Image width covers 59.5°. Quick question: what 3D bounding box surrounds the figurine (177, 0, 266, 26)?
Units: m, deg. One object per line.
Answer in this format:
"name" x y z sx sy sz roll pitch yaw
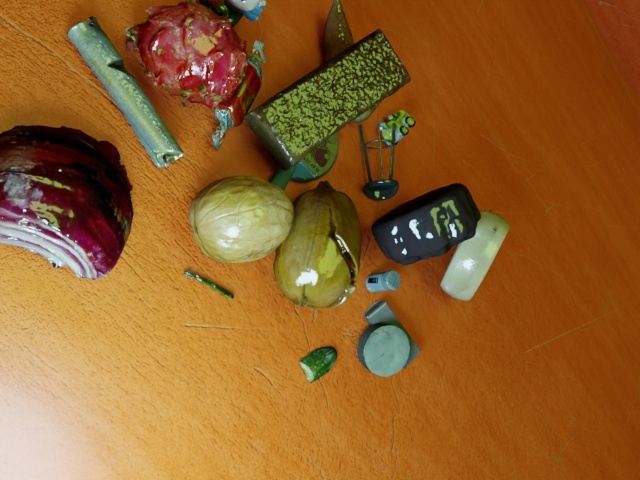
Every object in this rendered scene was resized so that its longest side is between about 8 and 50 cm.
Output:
"figurine" -0.202 -0.552 1.238 0.185 0.234 0.127 -26 101 -37

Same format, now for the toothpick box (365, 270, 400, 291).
"toothpick box" 0.165 0.109 1.481 0.052 0.083 0.052 8 76 -36

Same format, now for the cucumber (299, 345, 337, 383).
"cucumber" 0.006 0.294 1.358 0.107 0.035 0.067 -29 98 -39

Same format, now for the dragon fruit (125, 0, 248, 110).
"dragon fruit" -0.281 -0.401 1.175 0.268 0.210 0.205 21 70 1

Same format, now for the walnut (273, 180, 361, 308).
"walnut" 0.000 0.000 1.311 0.209 0.209 0.336 22 60 -32

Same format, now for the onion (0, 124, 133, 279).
"onion" -0.474 -0.103 1.006 0.315 0.146 0.279 23 64 -27

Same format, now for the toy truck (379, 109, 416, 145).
"toy truck" 0.216 -0.327 1.617 0.077 0.076 0.111 42 60 -3

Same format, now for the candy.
"candy" -0.191 -0.343 1.302 0.086 0.059 0.292 68 39 -62

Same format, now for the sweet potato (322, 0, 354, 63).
"sweet potato" 0.054 -0.465 1.505 0.106 0.096 0.354 40 48 -79

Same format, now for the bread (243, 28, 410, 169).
"bread" 0.024 -0.344 1.359 0.417 0.113 0.165 -38 100 -22

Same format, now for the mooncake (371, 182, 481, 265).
"mooncake" 0.278 -0.039 1.475 0.283 0.283 0.141 -30 100 -37

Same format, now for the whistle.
"whistle" -0.397 -0.301 1.154 0.068 0.057 0.326 -30 103 8

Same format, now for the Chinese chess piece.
"Chinese chess piece" 0.439 0.042 1.598 0.102 0.273 0.273 28 58 14

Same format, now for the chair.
"chair" 0.162 -0.224 1.527 0.104 0.095 0.221 -4 87 5

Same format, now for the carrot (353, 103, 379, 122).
"carrot" 0.162 -0.431 1.598 0.078 0.078 0.298 52 52 -18

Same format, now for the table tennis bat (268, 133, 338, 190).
"table tennis bat" -0.059 -0.229 1.408 0.215 0.044 0.328 41 58 -25

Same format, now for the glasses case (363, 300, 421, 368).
"glasses case" 0.192 0.251 1.501 0.072 0.042 0.190 -43 108 -23

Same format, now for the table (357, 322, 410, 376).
"table" 0.163 0.281 1.448 0.134 0.043 0.133 -1 94 -23

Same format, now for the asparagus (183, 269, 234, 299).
"asparagus" -0.242 0.096 1.219 0.127 0.015 0.018 33 62 -28

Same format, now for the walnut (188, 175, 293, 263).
"walnut" -0.164 -0.045 1.191 0.222 0.195 0.195 -4 83 -37
